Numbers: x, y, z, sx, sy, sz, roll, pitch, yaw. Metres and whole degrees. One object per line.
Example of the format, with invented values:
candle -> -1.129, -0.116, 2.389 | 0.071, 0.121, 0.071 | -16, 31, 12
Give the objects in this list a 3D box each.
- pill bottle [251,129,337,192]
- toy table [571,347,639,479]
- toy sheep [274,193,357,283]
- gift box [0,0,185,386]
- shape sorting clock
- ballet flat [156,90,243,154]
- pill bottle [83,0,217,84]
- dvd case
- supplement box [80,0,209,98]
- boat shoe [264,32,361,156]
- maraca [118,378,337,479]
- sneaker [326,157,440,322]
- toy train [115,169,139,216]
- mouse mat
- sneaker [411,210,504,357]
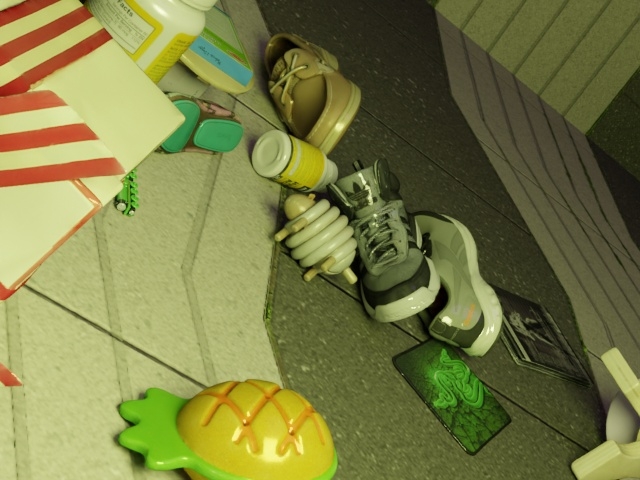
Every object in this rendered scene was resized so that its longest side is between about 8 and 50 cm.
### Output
pill bottle -> -0.031, -0.101, 1.548 | 0.116, 0.065, 0.065 | 20, 33, -46
toy table -> 0.478, 0.278, 1.583 | 0.274, 0.252, 0.161 | 48, 2, 42
toy sheep -> 0.000, 0.000, 1.404 | 0.132, 0.091, 0.091 | 57, 20, -8
gift box -> -0.251, -0.058, 0.815 | 0.276, 0.255, 0.258 | 43, 22, -6
shape sorting clock -> -0.159, -0.264, 1.443 | 0.206, 0.040, 0.206 | 42, 20, -20
ballet flat -> -0.169, -0.145, 1.387 | 0.079, 0.077, 0.221 | 32, 12, 19
pill bottle -> -0.203, -0.238, 1.286 | 0.119, 0.208, 0.119 | 38, 23, -19
dvd case -> 0.333, 0.147, 1.824 | 0.221, 0.018, 0.164 | 22, 32, -46
supplement box -> -0.232, -0.279, 1.495 | 0.130, 0.073, 0.239 | 25, 29, -42
boat shoe -> -0.028, -0.219, 1.711 | 0.110, 0.122, 0.341 | 31, 15, -21
maraca -> -0.075, 0.164, 0.962 | 0.185, 0.099, 0.127 | 11, 21, -14
sneaker -> 0.071, -0.010, 1.468 | 0.153, 0.101, 0.268 | 62, 9, -22
toy train -> -0.204, -0.054, 1.219 | 0.023, 0.017, 0.083 | 23, 29, -25
mouse mat -> 0.170, 0.191, 1.470 | 0.153, 0.007, 0.189 | 50, 21, 12
sneaker -> 0.161, 0.043, 1.599 | 0.108, 0.100, 0.271 | 16, 30, -27
